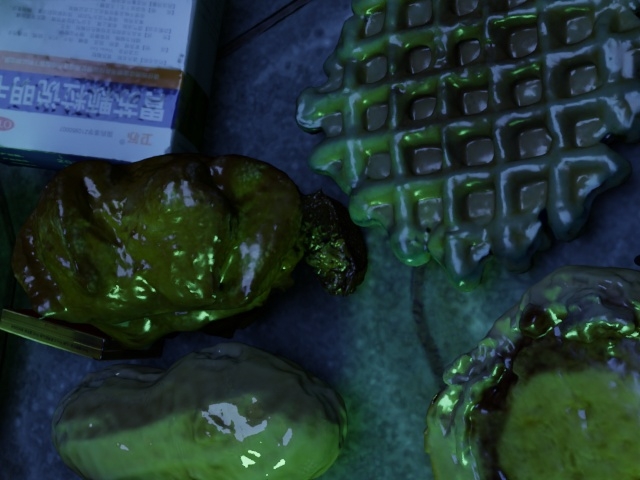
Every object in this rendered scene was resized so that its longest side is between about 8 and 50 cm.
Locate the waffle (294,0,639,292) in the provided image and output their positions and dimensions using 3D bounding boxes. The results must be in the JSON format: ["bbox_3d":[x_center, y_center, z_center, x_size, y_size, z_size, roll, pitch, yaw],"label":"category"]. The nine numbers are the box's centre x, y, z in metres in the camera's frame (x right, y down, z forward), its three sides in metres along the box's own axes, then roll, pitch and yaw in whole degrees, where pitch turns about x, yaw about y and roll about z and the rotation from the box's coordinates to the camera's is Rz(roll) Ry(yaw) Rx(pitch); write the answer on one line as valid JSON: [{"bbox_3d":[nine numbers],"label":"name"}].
[{"bbox_3d":[0.127,-0.121,0.916,0.309,0.056,0.292,40,100,30],"label":"waffle"}]

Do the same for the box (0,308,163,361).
[{"bbox_3d":[-0.229,0.090,1.050,0.133,0.090,0.023,12,91,31],"label":"box"}]

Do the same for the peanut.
[{"bbox_3d":[-0.114,0.158,0.952,0.290,0.130,0.130,-11,75,27],"label":"peanut"}]

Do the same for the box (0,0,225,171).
[{"bbox_3d":[-0.204,-0.214,1.057,0.200,0.106,0.299,7,84,8],"label":"box"}]

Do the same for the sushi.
[{"bbox_3d":[0.003,-0.003,0.959,0.061,0.060,0.118,-51,60,16],"label":"sushi"}]

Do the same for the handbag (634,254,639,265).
[{"bbox_3d":[0.339,-0.064,0.677,0.254,0.089,0.211,11,86,34],"label":"handbag"}]

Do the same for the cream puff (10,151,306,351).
[{"bbox_3d":[-0.132,0.003,0.928,0.241,0.269,0.155,-3,73,0],"label":"cream puff"}]

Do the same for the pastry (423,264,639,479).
[{"bbox_3d":[0.214,0.150,0.758,0.237,0.170,0.256,-47,69,37],"label":"pastry"}]
